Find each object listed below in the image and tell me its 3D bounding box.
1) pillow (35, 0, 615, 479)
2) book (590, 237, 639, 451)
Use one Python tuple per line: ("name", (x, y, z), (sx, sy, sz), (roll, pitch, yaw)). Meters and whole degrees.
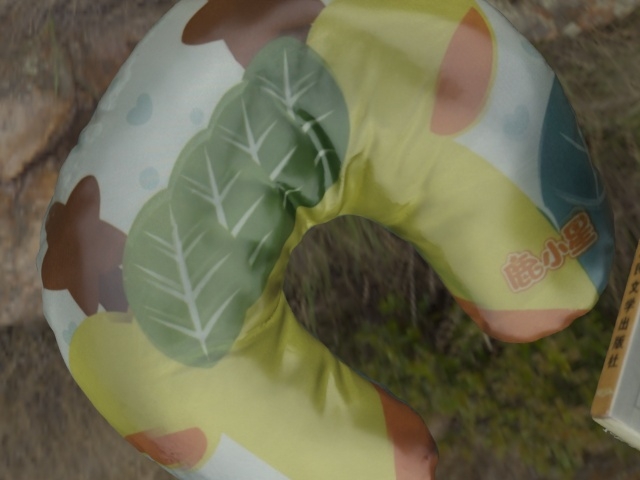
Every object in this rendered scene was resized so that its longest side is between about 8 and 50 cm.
("pillow", (0.000, 0.000, 0.714), (0.214, 0.086, 0.233), (38, 97, -8))
("book", (0.198, -0.008, 0.670), (0.170, 0.018, 0.241), (29, 68, -25))
